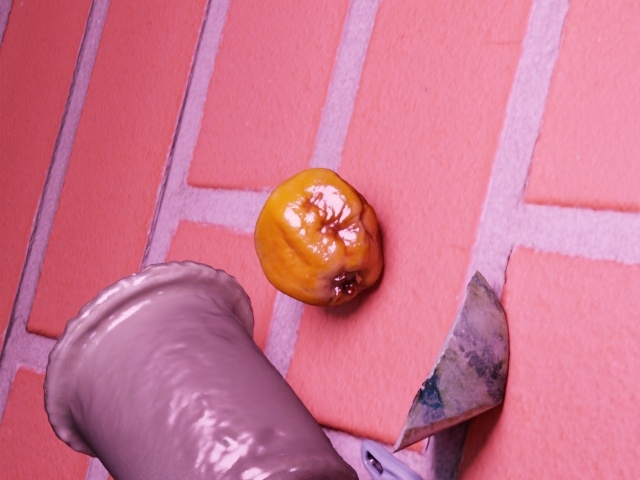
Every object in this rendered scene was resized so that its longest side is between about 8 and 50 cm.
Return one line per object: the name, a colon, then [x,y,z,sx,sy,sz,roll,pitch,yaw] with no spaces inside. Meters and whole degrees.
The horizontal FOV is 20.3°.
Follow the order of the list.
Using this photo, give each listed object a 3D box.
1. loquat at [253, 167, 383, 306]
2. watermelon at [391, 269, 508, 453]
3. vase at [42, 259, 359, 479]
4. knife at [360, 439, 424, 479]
loquat: [0.000,0.000,1.747,0.137,0.113,0.137,-4,81,31]
watermelon: [0.118,0.116,1.584,0.180,0.081,0.094,-59,19,-7]
vase: [-0.101,0.191,1.708,0.291,0.245,0.245,45,112,44]
knife: [0.115,0.258,1.569,0.313,0.019,0.044,37,113,52]
